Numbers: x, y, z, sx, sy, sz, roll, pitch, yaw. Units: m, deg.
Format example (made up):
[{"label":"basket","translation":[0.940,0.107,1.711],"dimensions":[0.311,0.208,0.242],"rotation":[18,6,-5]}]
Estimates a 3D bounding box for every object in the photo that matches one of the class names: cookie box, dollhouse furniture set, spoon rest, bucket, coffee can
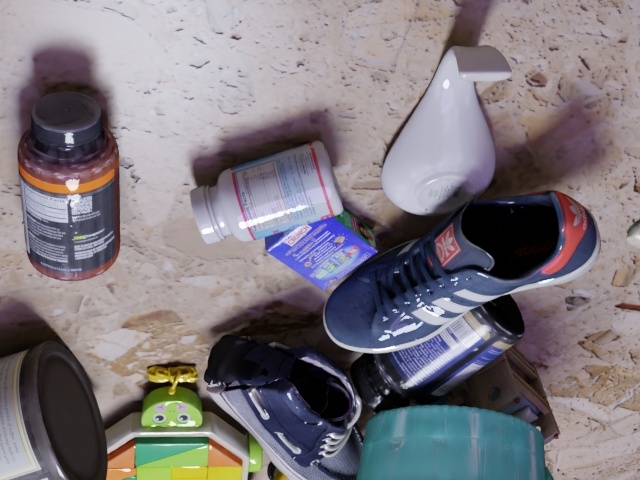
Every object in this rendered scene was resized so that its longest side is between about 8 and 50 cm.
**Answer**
[{"label":"cookie box","translation":[0.000,0.000,1.286],"dimensions":[0.092,0.040,0.107],"rotation":[-37,130,22]},{"label":"dollhouse furniture set","translation":[0.214,0.242,1.498],"dimensions":[0.183,0.129,0.129],"rotation":[-33,130,19]},{"label":"spoon rest","translation":[0.148,-0.121,1.194],"dimensions":[0.137,0.084,0.276],"rotation":[-1,146,-10]},{"label":"bucket","translation":[0.170,0.338,1.381],"dimensions":[0.281,0.183,0.281],"rotation":[6,154,3]},{"label":"coffee can","translation":[-0.433,0.261,1.326],"dimensions":[0.275,0.202,0.202],"rotation":[-18,134,5]}]

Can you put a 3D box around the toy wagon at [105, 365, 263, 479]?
[{"label":"toy wagon","translation":[-0.216,0.318,1.505],"dimensions":[0.267,0.068,0.344],"rotation":[1,130,-9]}]

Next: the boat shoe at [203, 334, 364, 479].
[{"label":"boat shoe","translation":[0.001,0.248,1.419],"dimensions":[0.158,0.127,0.340],"rotation":[0,147,43]}]

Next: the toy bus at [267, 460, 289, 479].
[{"label":"toy bus","translation":[-0.021,0.375,1.584],"dimensions":[0.190,0.202,0.104],"rotation":[1,172,-34]}]

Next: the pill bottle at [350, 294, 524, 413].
[{"label":"pill bottle","translation":[0.147,0.137,1.390],"dimensions":[0.122,0.123,0.219],"rotation":[32,120,-34]}]

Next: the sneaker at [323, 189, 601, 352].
[{"label":"sneaker","translation":[0.146,0.026,1.244],"dimensions":[0.350,0.131,0.148],"rotation":[-25,156,15]}]

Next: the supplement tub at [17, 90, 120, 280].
[{"label":"supplement tub","translation":[-0.265,-0.058,1.131],"dimensions":[0.106,0.106,0.198],"rotation":[-1,132,-12]}]

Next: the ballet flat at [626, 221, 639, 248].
[{"label":"ballet flat","translation":[0.484,0.001,1.384],"dimensions":[0.168,0.052,0.057],"rotation":[-1,133,-11]}]

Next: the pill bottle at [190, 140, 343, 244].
[{"label":"pill bottle","translation":[-0.060,-0.049,1.196],"dimensions":[0.160,0.087,0.087],"rotation":[-17,134,4]}]
